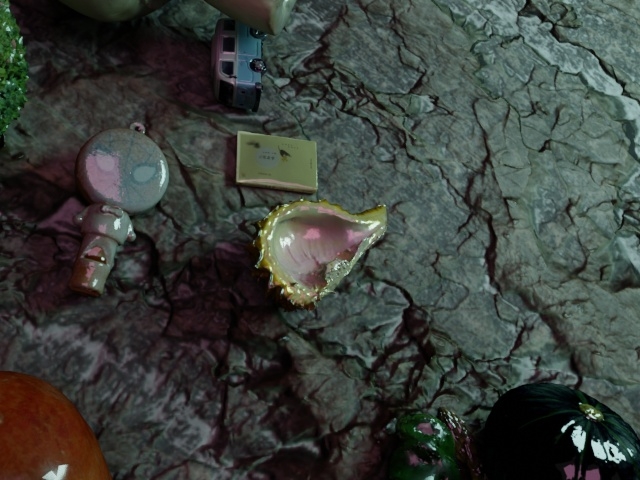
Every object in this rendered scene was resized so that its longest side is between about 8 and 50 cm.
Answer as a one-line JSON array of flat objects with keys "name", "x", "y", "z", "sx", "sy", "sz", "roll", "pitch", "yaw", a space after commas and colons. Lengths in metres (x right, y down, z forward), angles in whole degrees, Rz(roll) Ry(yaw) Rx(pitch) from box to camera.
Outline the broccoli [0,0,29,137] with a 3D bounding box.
[{"name": "broccoli", "x": -0.476, "y": -0.213, "z": 0.597, "sx": 0.413, "sy": 0.310, "sz": 0.321, "roll": -38, "pitch": 75, "yaw": 8}]

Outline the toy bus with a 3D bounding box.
[{"name": "toy bus", "x": -0.113, "y": -0.241, "z": 0.847, "sx": 0.075, "sy": 0.060, "sz": 0.122, "roll": 3, "pitch": 66, "yaw": -11}]

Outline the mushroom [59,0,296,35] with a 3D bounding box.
[{"name": "mushroom", "x": -0.178, "y": -0.386, "z": 0.761, "sx": 0.336, "sy": 0.314, "sz": 0.314, "roll": 26, "pitch": 63, "yaw": -6}]

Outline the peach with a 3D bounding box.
[{"name": "peach", "x": -0.296, "y": 0.220, "z": 0.525, "sx": 0.232, "sy": 0.257, "sz": 0.232, "roll": -14, "pitch": 117, "yaw": -29}]

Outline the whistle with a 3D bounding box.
[{"name": "whistle", "x": -0.244, "y": -0.041, "z": 0.729, "sx": 0.107, "sy": 0.057, "sz": 0.220, "roll": 19, "pitch": 68, "yaw": -24}]

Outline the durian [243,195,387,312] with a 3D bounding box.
[{"name": "durian", "x": 0.001, "y": 0.011, "z": 0.775, "sx": 0.224, "sy": 0.078, "sz": 0.140, "roll": -26, "pitch": 66, "yaw": -35}]

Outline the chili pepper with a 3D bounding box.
[{"name": "chili pepper", "x": 0.100, "y": 0.301, "z": 0.677, "sx": 0.098, "sy": 0.061, "sz": 0.224, "roll": 29, "pitch": 54, "yaw": -11}]

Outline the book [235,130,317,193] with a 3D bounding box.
[{"name": "book", "x": -0.058, "y": -0.105, "z": 0.833, "sx": 0.111, "sy": 0.014, "sz": 0.077, "roll": 5, "pitch": 67, "yaw": -15}]

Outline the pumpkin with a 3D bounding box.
[{"name": "pumpkin", "x": 0.279, "y": 0.247, "z": 0.708, "sx": 0.194, "sy": 0.194, "sz": 0.150, "roll": 32, "pitch": 90, "yaw": -3}]

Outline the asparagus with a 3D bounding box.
[{"name": "asparagus", "x": 0.190, "y": 0.271, "z": 0.747, "sx": 0.036, "sy": 0.030, "sz": 0.165, "roll": -32, "pitch": 82, "yaw": -1}]
